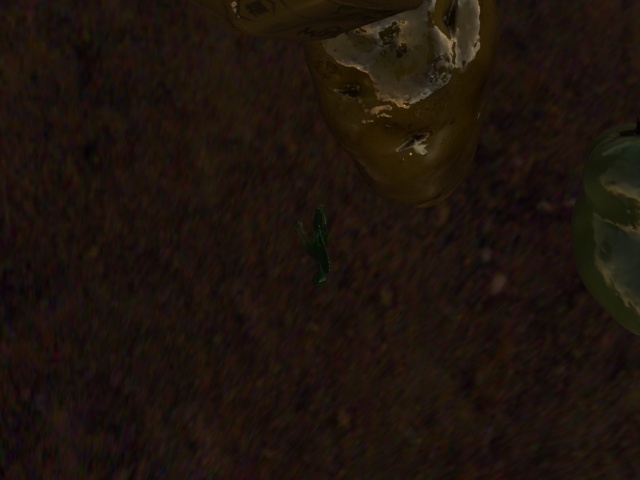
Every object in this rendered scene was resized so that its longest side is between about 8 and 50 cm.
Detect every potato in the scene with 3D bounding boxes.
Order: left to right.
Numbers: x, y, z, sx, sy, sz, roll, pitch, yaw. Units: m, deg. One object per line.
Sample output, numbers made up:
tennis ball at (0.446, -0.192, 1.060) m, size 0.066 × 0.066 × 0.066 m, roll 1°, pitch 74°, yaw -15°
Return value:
potato at (0.083, -0.139, 1.490) m, size 0.176 × 0.369 × 0.195 m, roll -25°, pitch 69°, yaw 0°

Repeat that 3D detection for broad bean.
broad bean at (0.331, -0.014, 1.654) m, size 0.169 × 0.100 × 0.228 m, roll 4°, pitch 112°, yaw 12°

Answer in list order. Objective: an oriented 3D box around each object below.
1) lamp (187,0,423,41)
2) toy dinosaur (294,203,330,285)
lamp at (-0.011, -0.192, 0.954) m, size 0.161 × 0.185 × 0.161 m, roll 4°, pitch 100°, yaw 26°
toy dinosaur at (0.000, 0.000, 1.638) m, size 0.029 × 0.119 × 0.060 m, roll -16°, pitch 68°, yaw -17°
